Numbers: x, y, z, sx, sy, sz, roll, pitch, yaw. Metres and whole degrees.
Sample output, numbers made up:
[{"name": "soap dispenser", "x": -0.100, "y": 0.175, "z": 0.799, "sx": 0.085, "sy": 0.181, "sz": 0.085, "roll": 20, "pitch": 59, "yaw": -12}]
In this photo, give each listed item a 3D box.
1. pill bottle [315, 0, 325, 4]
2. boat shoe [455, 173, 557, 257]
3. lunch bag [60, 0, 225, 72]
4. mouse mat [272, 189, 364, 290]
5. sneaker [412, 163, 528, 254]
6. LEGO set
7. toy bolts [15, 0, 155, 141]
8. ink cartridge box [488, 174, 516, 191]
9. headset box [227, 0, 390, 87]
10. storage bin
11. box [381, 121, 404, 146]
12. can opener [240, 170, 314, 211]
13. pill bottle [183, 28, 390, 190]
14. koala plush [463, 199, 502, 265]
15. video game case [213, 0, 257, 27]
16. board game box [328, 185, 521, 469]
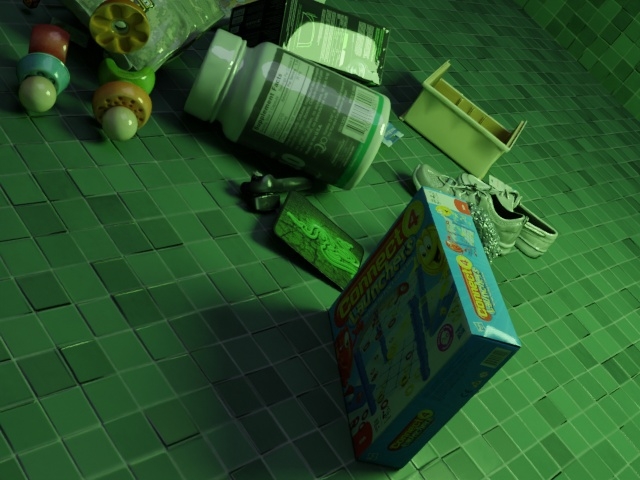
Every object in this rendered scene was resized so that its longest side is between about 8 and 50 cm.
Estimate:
[{"name": "pill bottle", "x": -0.116, "y": -0.677, "z": 2.245, "sx": 0.152, "sy": 0.152, "sz": 0.272, "roll": -10, "pitch": 54, "yaw": -48}, {"name": "boat shoe", "x": 0.431, "y": -0.075, "z": 2.067, "sx": 0.267, "sy": 0.088, "sz": 0.096, "roll": 45, "pitch": 34, "yaw": 12}, {"name": "lunch bag", "x": -0.348, "y": -0.443, "z": 1.688, "sx": 0.235, "sy": 0.169, "sz": 0.287, "roll": 50, "pitch": 33, "yaw": -13}, {"name": "mouse mat", "x": 0.000, "y": 0.000, "z": 1.625, "sx": 0.189, "sy": 0.007, "sz": 0.153, "roll": 41, "pitch": 34, "yaw": -14}, {"name": "sneaker", "x": 0.333, "y": -0.093, "z": 1.975, "sx": 0.281, "sy": 0.115, "sz": 0.105, "roll": 34, "pitch": 33, "yaw": -4}, {"name": "LEGO set", "x": -0.448, "y": -0.440, "z": 1.737, "sx": 0.244, "sy": 0.060, "sz": 0.182, "roll": 25, "pitch": 35, "yaw": -23}, {"name": "toy bolts", "x": -0.392, "y": -0.281, "z": 1.489, "sx": 0.228, "sy": 0.218, "sz": 0.159, "roll": 7, "pitch": 47, "yaw": -11}, {"name": "ink cartridge box", "x": 0.440, "y": -0.121, "z": 2.185, "sx": 0.083, "sy": 0.028, "sz": 0.048, "roll": 30, "pitch": 34, "yaw": -11}, {"name": "headset box", "x": -0.025, "y": -0.416, "z": 1.919, "sx": 0.283, "sy": 0.131, "sz": 0.246, "roll": 11, "pitch": -1, "yaw": -34}, {"name": "storage bin", "x": 0.368, "y": -0.310, "z": 2.266, "sx": 0.262, "sy": 0.123, "sz": 0.260, "roll": 38, "pitch": 34, "yaw": 3}, {"name": "box", "x": 0.097, "y": -0.272, "z": 2.043, "sx": 0.178, "sy": 0.042, "sz": 0.109, "roll": 40, "pitch": 34, "yaw": 5}, {"name": "can opener", "x": -0.081, "y": -0.100, "z": 1.674, "sx": 0.059, "sy": 0.073, "sz": 0.186, "roll": 8, "pitch": 15, "yaw": 32}, {"name": "pill bottle", "x": -0.065, "y": -0.255, "z": 1.717, "sx": 0.361, "sy": 0.204, "sz": 0.204, "roll": 23, "pitch": 35, "yaw": -10}, {"name": "koala plush", "x": 0.272, "y": 0.001, "z": 1.760, "sx": 0.196, "sy": 0.203, "sz": 0.221, "roll": 43, "pitch": 22, "yaw": 8}, {"name": "video game case", "x": -0.170, "y": -0.582, "z": 2.074, "sx": 0.226, "sy": 0.026, "sz": 0.206, "roll": -12, "pitch": 51, "yaw": -4}, {"name": "board game box", "x": 0.140, "y": 0.131, "z": 1.352, "sx": 0.086, "sy": 0.308, "sz": 0.302, "roll": 17, "pitch": 38, "yaw": -25}]
